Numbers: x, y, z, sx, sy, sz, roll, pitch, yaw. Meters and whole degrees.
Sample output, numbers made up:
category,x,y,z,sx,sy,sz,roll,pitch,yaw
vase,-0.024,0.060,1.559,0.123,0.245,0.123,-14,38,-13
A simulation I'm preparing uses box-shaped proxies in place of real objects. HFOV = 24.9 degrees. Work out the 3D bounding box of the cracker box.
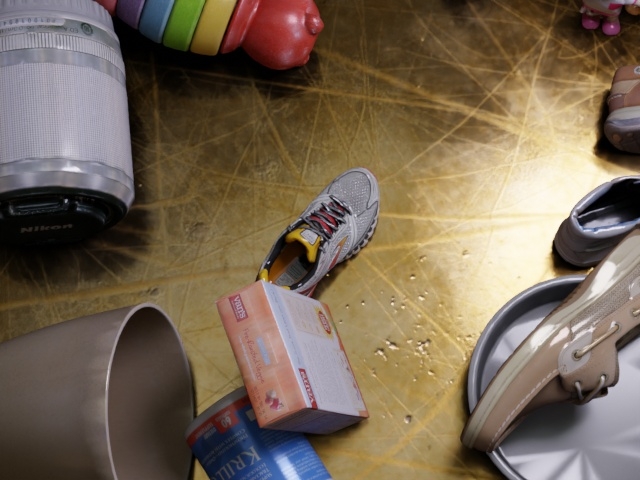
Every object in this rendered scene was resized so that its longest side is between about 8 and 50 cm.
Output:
category,x,y,z,sx,sy,sz,roll,pitch,yaw
cracker box,-0.029,0.142,1.699,0.067,0.232,0.155,-24,73,13

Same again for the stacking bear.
category,x,y,z,sx,sy,sz,roll,pitch,yaw
stacking bear,-0.138,-0.314,1.881,0.289,0.175,0.164,21,54,-4

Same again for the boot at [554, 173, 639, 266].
category,x,y,z,sx,sy,sz,roll,pitch,yaw
boot,0.421,-0.045,1.808,0.258,0.123,0.095,-24,75,-6

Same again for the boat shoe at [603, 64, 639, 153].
category,x,y,z,sx,sy,sz,roll,pitch,yaw
boat shoe,0.526,-0.180,1.853,0.324,0.123,0.116,2,71,-1

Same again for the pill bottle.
category,x,y,z,sx,sy,sz,roll,pitch,yaw
pill bottle,-0.055,0.287,1.714,0.124,0.124,0.221,-33,75,-9

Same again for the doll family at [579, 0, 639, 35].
category,x,y,z,sx,sy,sz,roll,pitch,yaw
doll family,0.460,-0.326,1.871,0.263,0.163,0.118,18,74,6

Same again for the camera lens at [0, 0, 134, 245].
category,x,y,z,sx,sy,sz,roll,pitch,yaw
camera lens,-0.347,-0.144,1.796,0.219,0.219,0.274,-6,73,-1

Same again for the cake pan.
category,x,y,z,sx,sy,sz,roll,pitch,yaw
cake pan,0.324,0.189,1.776,0.293,0.054,0.293,0,73,1

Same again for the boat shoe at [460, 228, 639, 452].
category,x,y,z,sx,sy,sz,roll,pitch,yaw
boat shoe,0.303,0.134,1.701,0.110,0.121,0.341,43,77,12

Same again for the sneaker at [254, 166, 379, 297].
category,x,y,z,sx,sy,sz,roll,pitch,yaw
sneaker,0.000,0.000,1.816,0.088,0.093,0.225,34,76,10

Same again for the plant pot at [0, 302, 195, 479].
category,x,y,z,sx,sy,sz,roll,pitch,yaw
plant pot,-0.319,0.209,1.700,0.274,0.256,0.256,-4,73,17
